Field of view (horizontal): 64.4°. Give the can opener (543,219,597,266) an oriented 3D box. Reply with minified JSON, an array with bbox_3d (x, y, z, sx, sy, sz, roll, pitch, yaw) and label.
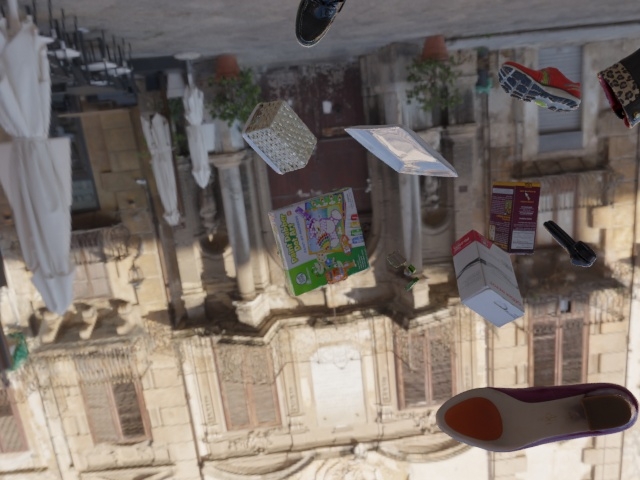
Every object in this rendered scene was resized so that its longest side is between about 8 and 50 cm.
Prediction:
[{"bbox_3d":[0.754,0.006,1.545,0.059,0.073,0.186,1,-137,-42],"label":"can opener"}]

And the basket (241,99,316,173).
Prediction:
[{"bbox_3d":[-0.100,-0.268,1.312,0.103,0.167,0.113,-3,-126,40],"label":"basket"}]

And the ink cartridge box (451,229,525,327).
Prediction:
[{"bbox_3d":[0.308,0.070,0.943,0.063,0.109,0.151,-41,-153,35],"label":"ink cartridge box"}]

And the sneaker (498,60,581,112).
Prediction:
[{"bbox_3d":[0.687,-0.498,1.595,0.278,0.119,0.107,22,163,-7],"label":"sneaker"}]

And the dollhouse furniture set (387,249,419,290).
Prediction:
[{"bbox_3d":[0.315,0.116,1.975,0.076,0.059,0.152,-26,-111,-40],"label":"dollhouse furniture set"}]

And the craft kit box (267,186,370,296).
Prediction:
[{"bbox_3d":[0.000,0.000,1.441,0.246,0.250,0.061,-19,-166,-17],"label":"craft kit box"}]

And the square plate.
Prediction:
[{"bbox_3d":[0.311,-0.353,1.951,0.347,0.049,0.344,31,173,-33],"label":"square plate"}]

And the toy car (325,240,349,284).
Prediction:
[{"bbox_3d":[0.043,0.055,1.348,0.060,0.122,0.040,-2,155,12],"label":"toy car"}]

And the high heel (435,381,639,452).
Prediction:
[{"bbox_3d":[0.436,0.358,1.037,0.377,0.127,0.181,-11,162,32],"label":"high heel"}]

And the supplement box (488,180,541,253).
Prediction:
[{"bbox_3d":[0.514,-0.063,1.356,0.080,0.188,0.104,1,-173,-14],"label":"supplement box"}]

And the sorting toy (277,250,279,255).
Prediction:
[{"bbox_3d":[-0.060,-0.033,1.765,0.193,0.038,0.208,-32,173,-24],"label":"sorting toy"}]

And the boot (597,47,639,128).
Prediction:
[{"bbox_3d":[0.987,-0.406,1.410,0.284,0.378,0.138,-32,-174,18],"label":"boot"}]

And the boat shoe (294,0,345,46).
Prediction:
[{"bbox_3d":[0.023,-0.783,1.611,0.127,0.340,0.113,32,-172,-13],"label":"boat shoe"}]
